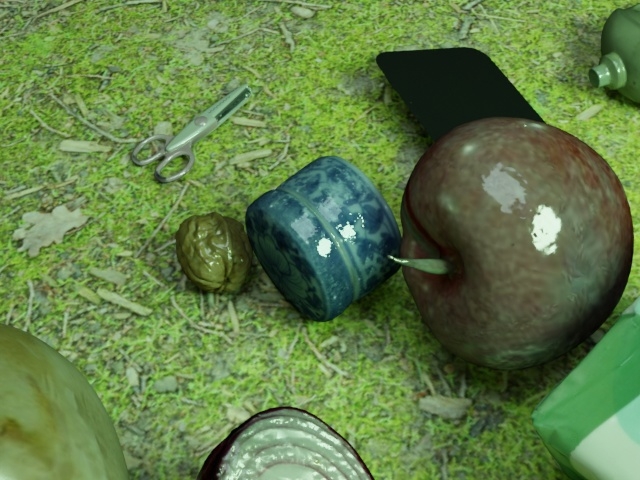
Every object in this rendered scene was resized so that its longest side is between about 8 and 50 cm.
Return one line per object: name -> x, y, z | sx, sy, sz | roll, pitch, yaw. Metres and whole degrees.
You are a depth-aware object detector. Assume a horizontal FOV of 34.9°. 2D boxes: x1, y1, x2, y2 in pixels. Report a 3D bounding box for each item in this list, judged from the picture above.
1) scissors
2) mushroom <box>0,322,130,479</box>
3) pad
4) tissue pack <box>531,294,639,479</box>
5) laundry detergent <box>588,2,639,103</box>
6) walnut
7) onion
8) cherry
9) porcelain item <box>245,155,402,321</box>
scissors -> -0.149, -0.137, 1.253 | 0.085, 0.022, 0.176 | 34, 65, 32
mushroom -> -0.312, 0.220, 0.840 | 0.290, 0.292, 0.292 | -31, 52, 3
pad -> 0.106, -0.127, 1.195 | 0.323, 0.055, 0.250 | -21, 52, -10
tissue pack -> 0.385, 0.173, 0.803 | 0.266, 0.194, 0.356 | -47, 58, -7
laundry detergent -> 0.437, -0.237, 1.225 | 0.253, 0.091, 0.181 | -20, 50, -9
walnut -> -0.114, 0.010, 1.096 | 0.079, 0.082, 0.096 | 3, 44, -28
onion -> -0.004, 0.248, 0.856 | 0.218, 0.140, 0.195 | 1, 50, -24
cherry -> 0.181, 0.003, 0.967 | 0.285, 0.236, 0.213 | -8, 24, -35
porcelain item -> 0.000, 0.000, 1.044 | 0.114, 0.147, 0.147 | -34, 55, -19
